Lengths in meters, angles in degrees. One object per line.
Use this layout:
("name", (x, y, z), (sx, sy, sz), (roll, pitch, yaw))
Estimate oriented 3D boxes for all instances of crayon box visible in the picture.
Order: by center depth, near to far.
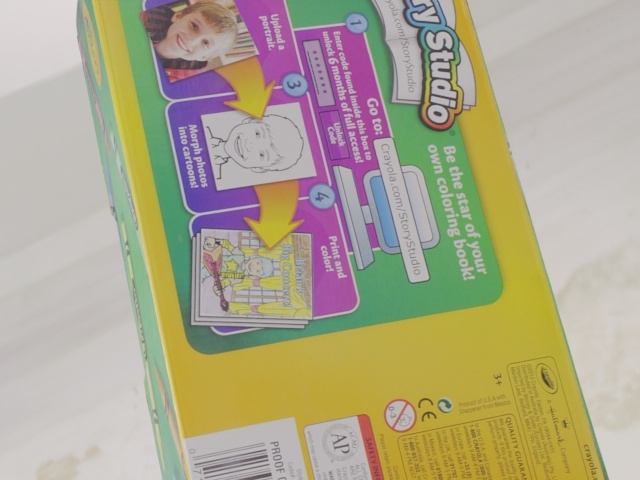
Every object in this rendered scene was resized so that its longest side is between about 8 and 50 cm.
("crayon box", (0.000, 0.000, 0.531), (0.165, 0.081, 0.278), (-9, -107, -15))
